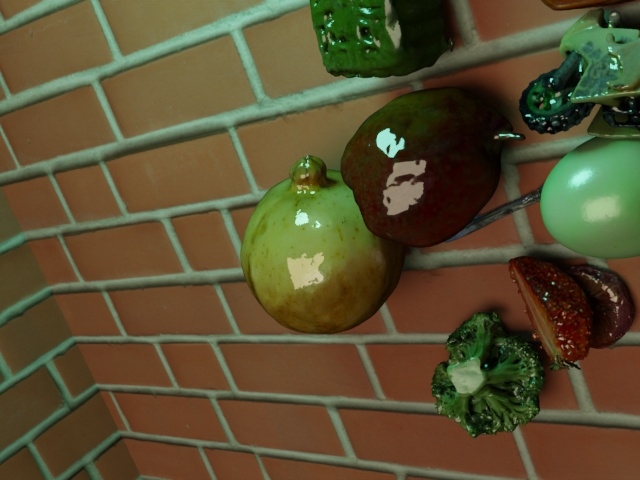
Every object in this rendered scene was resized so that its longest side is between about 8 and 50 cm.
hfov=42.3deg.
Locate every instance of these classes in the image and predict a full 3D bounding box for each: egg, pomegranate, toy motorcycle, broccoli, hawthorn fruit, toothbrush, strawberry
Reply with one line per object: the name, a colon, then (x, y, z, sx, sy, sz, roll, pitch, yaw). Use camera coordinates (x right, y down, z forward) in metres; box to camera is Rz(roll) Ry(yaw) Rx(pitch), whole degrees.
egg: (0.518, -0.079, 1.431, 0.270, 0.220, 0.220, -18, 106, 8)
pomegranate: (0.000, 0.000, 1.815, 0.410, 0.410, 0.410, 20, 127, 29)
toy motorcycle: (0.529, -0.268, 1.322, 0.410, 0.237, 0.169, 8, 159, 38)
broccoli: (0.357, 0.301, 1.816, 0.269, 0.242, 0.261, -31, 73, 17)
hawthorn fruit: (0.200, -0.152, 1.614, 0.308, 0.308, 0.324, 38, 123, 15)
toothbrush: (0.399, -0.074, 1.675, 0.042, 0.035, 0.413, 51, 136, -10)
strawberry: (0.474, 0.134, 1.639, 0.175, 0.107, 0.236, -153, 45, -81)

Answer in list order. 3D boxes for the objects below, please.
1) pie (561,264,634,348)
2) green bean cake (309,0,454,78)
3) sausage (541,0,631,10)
pie: (0.543, 0.135, 1.676, 0.182, 0.050, 0.182, 17, 119, 34)
green bean cake: (0.103, -0.441, 1.576, 0.247, 0.156, 0.249, 13, 119, 46)
sausage: (0.468, -0.450, 1.306, 0.268, 0.153, 0.141, -5, 98, 38)
